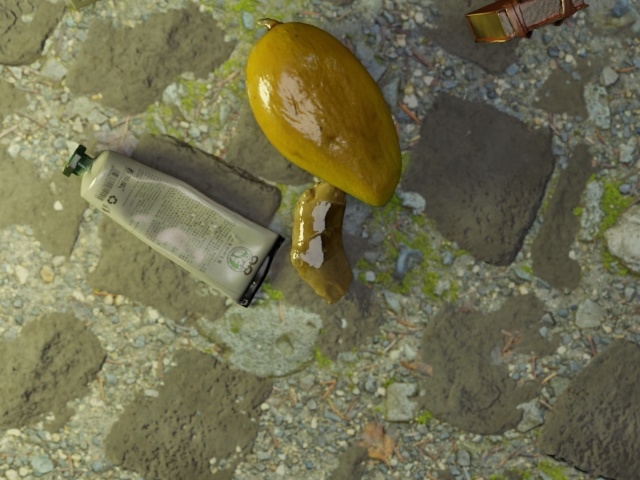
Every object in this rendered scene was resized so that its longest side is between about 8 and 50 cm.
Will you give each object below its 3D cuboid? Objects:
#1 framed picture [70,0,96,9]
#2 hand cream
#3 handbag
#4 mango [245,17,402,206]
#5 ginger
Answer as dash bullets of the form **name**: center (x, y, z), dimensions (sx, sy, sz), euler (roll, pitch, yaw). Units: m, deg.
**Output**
- **framed picture**: center (-0.294, -0.437, 1.730), dimensions (0.184, 0.016, 0.250), euler (-24, 143, -4)
- **hand cream**: center (-0.215, -0.032, 1.858), dimensions (0.336, 0.076, 0.121), euler (31, 99, -16)
- **handbag**: center (0.287, -0.323, 1.804), dimensions (0.127, 0.190, 0.062), euler (-23, 101, -2)
- **mango**: center (0.005, -0.183, 1.821), dimensions (0.176, 0.119, 0.317), euler (-43, 96, -19)
- **ginger**: center (0.002, 0.000, 1.877), dimensions (0.095, 0.069, 0.190), euler (0, 97, -9)
